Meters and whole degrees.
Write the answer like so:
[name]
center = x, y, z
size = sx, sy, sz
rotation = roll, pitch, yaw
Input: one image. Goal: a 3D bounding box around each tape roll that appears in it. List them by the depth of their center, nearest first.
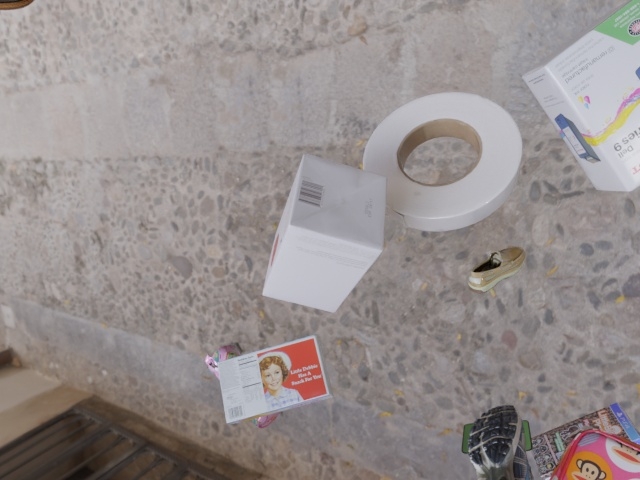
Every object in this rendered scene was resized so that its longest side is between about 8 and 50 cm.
[tape roll]
center = 0.301, -0.205, 1.150
size = 0.391, 0.072, 0.393
rotation = -9, 61, 17

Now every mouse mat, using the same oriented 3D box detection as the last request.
[mouse mat]
center = 0.505, 0.564, 1.307
size = 0.189, 0.152, 0.007
rotation = -13, 96, 23

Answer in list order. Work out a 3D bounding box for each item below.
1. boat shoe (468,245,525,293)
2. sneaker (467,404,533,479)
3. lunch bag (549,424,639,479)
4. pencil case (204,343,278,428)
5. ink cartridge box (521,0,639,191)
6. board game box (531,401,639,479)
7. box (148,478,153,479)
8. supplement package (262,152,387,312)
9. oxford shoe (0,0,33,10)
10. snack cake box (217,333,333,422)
[boat shoe]
center = 0.434, 0.055, 1.103
size = 0.068, 0.189, 0.072
rotation = 24, 137, 47
[sneaker]
center = 0.362, 0.461, 0.890
size = 0.110, 0.283, 0.122
rotation = -30, 110, 39
[lunch bag]
center = 0.502, 0.422, 0.675
size = 0.293, 0.120, 0.258
rotation = 24, 79, 32
[pencil case]
center = -0.239, 0.449, 1.422
size = 0.284, 0.124, 0.124
rotation = 38, 121, 28
[ink cartridge box]
center = 0.418, -0.197, 0.634
size = 0.154, 0.093, 0.213
rotation = -35, 96, 9
[board game box]
center = 0.812, 0.655, 1.329
size = 0.290, 0.141, 0.232
rotation = -33, 104, 19
[box]
center = -0.365, 0.772, 1.021
size = 0.293, 0.182, 0.297
rotation = 9, 108, 42
[supplement package]
center = 0.000, 0.000, 0.934
size = 0.175, 0.178, 0.293
rotation = 14, 146, -9
[oxford shoe]
center = -0.328, -0.234, 0.301
size = 0.098, 0.271, 0.097
rotation = 22, 101, 39
[snack cake box]
center = -0.114, 0.352, 1.150
size = 0.264, 0.089, 0.152
rotation = -16, 66, 2
